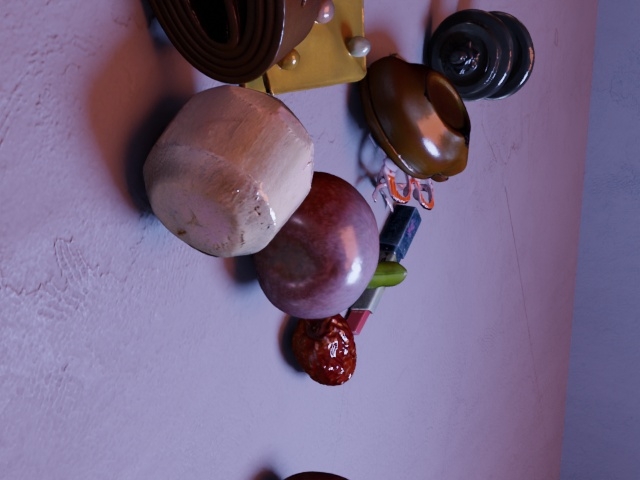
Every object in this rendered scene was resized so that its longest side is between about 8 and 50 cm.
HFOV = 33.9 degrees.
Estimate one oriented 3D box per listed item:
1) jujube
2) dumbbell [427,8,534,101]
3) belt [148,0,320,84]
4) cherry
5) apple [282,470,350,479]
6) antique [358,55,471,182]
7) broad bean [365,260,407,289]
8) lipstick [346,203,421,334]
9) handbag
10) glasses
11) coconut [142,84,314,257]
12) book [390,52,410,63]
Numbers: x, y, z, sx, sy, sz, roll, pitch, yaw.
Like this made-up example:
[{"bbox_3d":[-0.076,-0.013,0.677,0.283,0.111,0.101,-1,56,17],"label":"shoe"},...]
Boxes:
[{"bbox_3d":[0.012,0.196,1.872,0.112,0.109,0.176,-36,144,-8],"label":"jujube"},{"bbox_3d":[0.339,-0.389,2.214,0.290,0.192,0.192,-16,114,-59],"label":"dumbbell"},{"bbox_3d":[-0.118,-0.365,1.284,0.122,0.217,0.338,-50,138,-46],"label":"belt"},{"bbox_3d":[0.004,0.001,1.673,0.239,0.206,0.239,1,89,-55],"label":"cherry"},{"bbox_3d":[-0.006,0.512,1.828,0.201,0.218,0.218,-70,152,-26],"label":"apple"},{"bbox_3d":[0.186,-0.228,1.958,0.278,0.129,0.223,42,38,-35],"label":"antique"},{"bbox_3d":[0.074,0.062,1.949,0.318,0.098,0.055,9,74,-62],"label":"broad bean"},{"bbox_3d":[0.121,0.065,2.104,0.312,0.051,0.051,-63,149,-27],"label":"lipstick"},{"bbox_3d":[-0.026,-0.418,1.569,0.283,0.133,0.400,-20,117,-54],"label":"handbag"},{"bbox_3d":[0.148,-0.140,2.058,0.255,0.095,0.162,11,74,-61],"label":"glasses"},{"bbox_3d":[-0.110,-0.100,1.407,0.234,0.224,0.224,-54,144,-42],"label":"coconut"},{"bbox_3d":[0.177,-0.264,2.128,0.242,0.018,0.170,17,84,-63],"label":"book"}]
